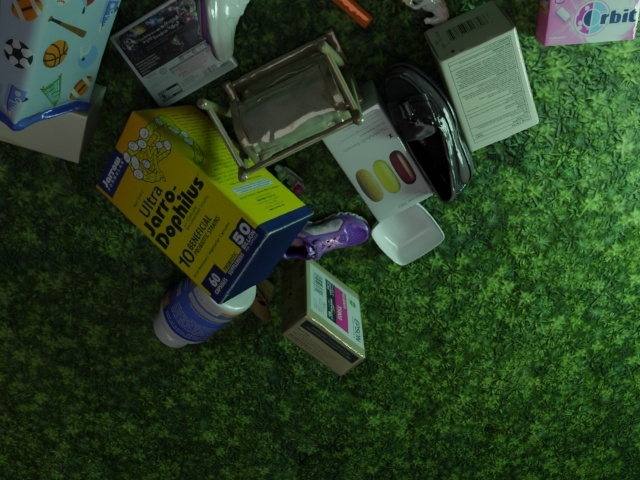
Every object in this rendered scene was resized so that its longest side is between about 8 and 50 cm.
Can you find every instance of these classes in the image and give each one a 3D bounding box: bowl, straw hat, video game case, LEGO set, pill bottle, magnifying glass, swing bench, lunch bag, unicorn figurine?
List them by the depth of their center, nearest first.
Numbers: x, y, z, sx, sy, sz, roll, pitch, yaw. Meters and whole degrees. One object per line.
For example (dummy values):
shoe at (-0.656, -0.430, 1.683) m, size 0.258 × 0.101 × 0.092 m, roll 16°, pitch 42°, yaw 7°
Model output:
lunch bag at (-0.545, -0.441, 1.121) m, size 0.385 × 0.239 × 0.328 m, roll 36°, pitch 121°, yaw 9°
unicorn figurine at (0.200, -0.469, 1.246) m, size 0.111 × 0.060 × 0.162 m, roll 3°, pitch 118°, yaw -17°
swing bench at (-0.061, -0.264, 1.247) m, size 0.253 × 0.255 × 0.165 m, roll -24°, pitch 108°, yaw 13°
magnifying glass at (0.006, -0.489, 1.250) m, size 0.231 × 0.026 × 0.092 m, roll 35°, pitch 115°, yaw -21°
video game case at (-0.289, -0.377, 1.310) m, size 0.190 × 0.022 × 0.173 m, roll -25°, pitch 122°, yaw 14°
LEGO set at (-0.162, -0.051, 1.480) m, size 0.132 × 0.107 × 0.287 m, roll 30°, pitch 117°, yaw -20°
bowl at (0.201, -0.026, 1.547) m, size 0.142 × 0.053 × 0.142 m, roll -35°, pitch 119°, yaw 18°
pill bottle at (-0.287, 0.153, 1.565) m, size 0.152 × 0.152 × 0.272 m, roll 34°, pitch 132°, yaw -22°
straw hat at (-0.144, 0.125, 1.621) m, size 0.061 × 0.144 × 0.145 m, roll -38°, pitch 127°, yaw -26°

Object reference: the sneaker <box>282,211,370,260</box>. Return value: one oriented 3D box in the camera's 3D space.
sneaker at (0.000, 0.000, 1.524) m, size 0.236 × 0.105 × 0.095 m, roll -5°, pitch 122°, yaw -1°

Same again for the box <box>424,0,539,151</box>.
box at (0.316, -0.318, 1.290) m, size 0.148 × 0.127 × 0.232 m, roll -22°, pitch 133°, yaw 11°

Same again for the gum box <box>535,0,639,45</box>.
gum box at (0.524, -0.445, 1.278) m, size 0.188 × 0.062 × 0.107 m, roll -4°, pitch 124°, yaw 0°

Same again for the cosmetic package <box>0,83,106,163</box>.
cosmetic package at (-0.598, -0.274, 1.282) m, size 0.309 × 0.160 × 0.113 m, roll 18°, pitch 122°, yaw -13°

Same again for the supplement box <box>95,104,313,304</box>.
supplement box at (-0.230, -0.081, 1.313) m, size 0.356 × 0.195 × 0.194 m, roll 42°, pitch 117°, yaw 11°

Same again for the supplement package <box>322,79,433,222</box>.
supplement package at (0.116, -0.185, 1.388) m, size 0.139 × 0.134 × 0.244 m, roll -29°, pitch 120°, yaw 16°

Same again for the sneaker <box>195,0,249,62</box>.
sneaker at (-0.150, -0.468, 1.185) m, size 0.152 × 0.114 × 0.305 m, roll -5°, pitch 128°, yaw -16°

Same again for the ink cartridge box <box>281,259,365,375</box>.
ink cartridge box at (0.006, 0.173, 1.559) m, size 0.193 × 0.235 × 0.088 m, roll 38°, pitch 115°, yaw -25°

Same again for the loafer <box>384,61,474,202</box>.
loafer at (0.212, -0.204, 1.291) m, size 0.109 × 0.095 × 0.303 m, roll -6°, pitch 133°, yaw 42°
